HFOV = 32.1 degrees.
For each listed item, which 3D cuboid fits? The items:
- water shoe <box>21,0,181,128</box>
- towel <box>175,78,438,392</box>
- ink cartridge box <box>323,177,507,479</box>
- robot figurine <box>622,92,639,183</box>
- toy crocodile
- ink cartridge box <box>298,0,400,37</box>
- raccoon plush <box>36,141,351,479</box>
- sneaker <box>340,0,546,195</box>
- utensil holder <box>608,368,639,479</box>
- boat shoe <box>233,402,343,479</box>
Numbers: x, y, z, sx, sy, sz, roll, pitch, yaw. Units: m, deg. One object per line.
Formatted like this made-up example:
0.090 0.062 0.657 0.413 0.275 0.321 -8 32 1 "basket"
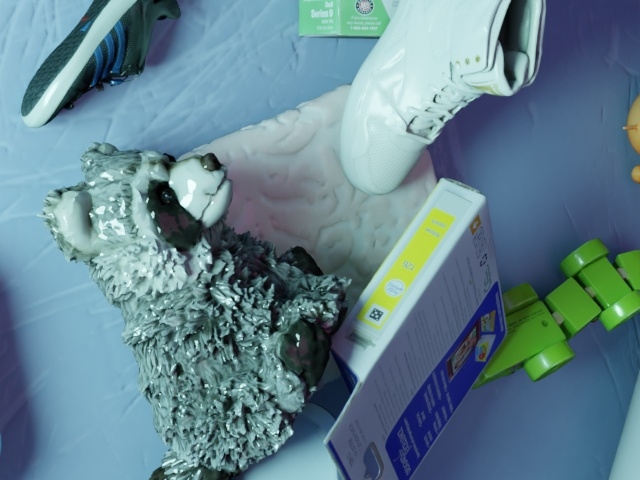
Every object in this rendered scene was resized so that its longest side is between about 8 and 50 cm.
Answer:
-0.213 -0.181 1.109 0.080 0.073 0.203 42 76 -31 "water shoe"
0.000 0.000 1.278 0.332 0.053 0.317 -27 111 -25 "towel"
0.095 0.137 1.216 0.307 0.072 0.304 -51 151 -19 "ink cartridge box"
0.506 -0.142 1.520 0.219 0.158 0.128 25 62 -32 "robot figurine"
0.315 0.098 1.462 0.340 0.105 0.115 -28 71 -23 "toy crocodile"
0.061 -0.333 1.240 0.154 0.093 0.212 -5 99 -30 "ink cartridge box"
-0.179 0.120 1.096 0.299 0.216 0.446 28 99 -10 "raccoon plush"
0.129 -0.161 1.174 0.108 0.169 0.292 10 108 -37 "sneaker"
0.569 0.299 1.515 0.327 0.327 0.385 20 85 -32 "utensil holder"
-0.006 0.333 1.270 0.156 0.136 0.367 -27 126 -55 "boat shoe"
